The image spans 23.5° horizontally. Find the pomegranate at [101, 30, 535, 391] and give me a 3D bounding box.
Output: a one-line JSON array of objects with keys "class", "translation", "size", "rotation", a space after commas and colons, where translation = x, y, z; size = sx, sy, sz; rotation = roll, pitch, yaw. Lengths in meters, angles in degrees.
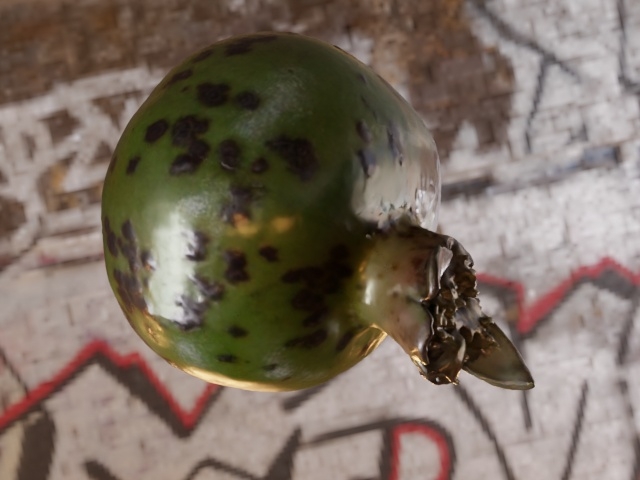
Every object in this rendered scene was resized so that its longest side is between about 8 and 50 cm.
[{"class": "pomegranate", "translation": [0.000, 0.000, 0.494], "size": [0.161, 0.122, 0.122], "rotation": [29, -158, 29]}]
